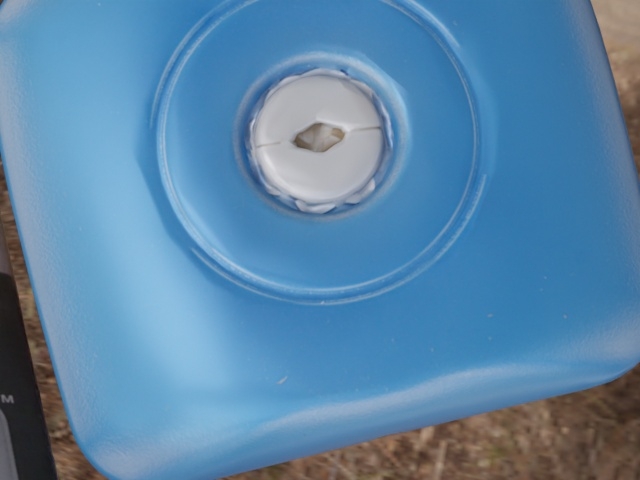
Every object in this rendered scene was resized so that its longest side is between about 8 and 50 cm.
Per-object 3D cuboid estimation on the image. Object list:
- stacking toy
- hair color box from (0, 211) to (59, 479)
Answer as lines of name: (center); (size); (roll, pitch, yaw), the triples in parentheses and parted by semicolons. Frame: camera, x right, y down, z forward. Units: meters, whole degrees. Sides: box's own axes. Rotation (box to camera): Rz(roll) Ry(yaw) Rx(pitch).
stacking toy: (0.000, 0.000, 0.589); (0.175, 0.302, 0.166); (-13, 79, -2)
hair color box: (-0.194, 0.045, 0.501); (0.185, 0.374, 0.114); (5, 129, -26)
